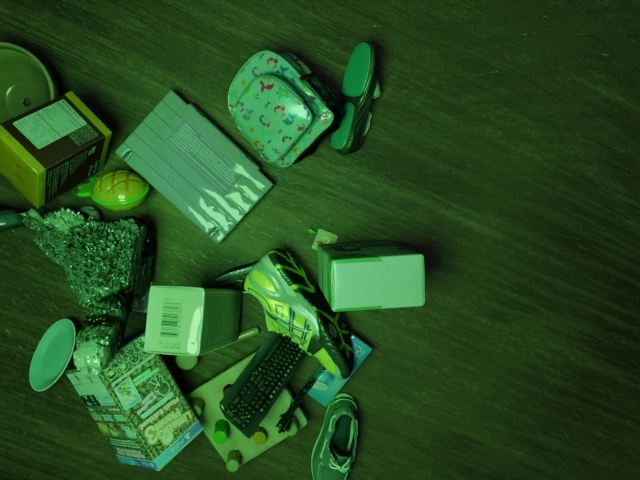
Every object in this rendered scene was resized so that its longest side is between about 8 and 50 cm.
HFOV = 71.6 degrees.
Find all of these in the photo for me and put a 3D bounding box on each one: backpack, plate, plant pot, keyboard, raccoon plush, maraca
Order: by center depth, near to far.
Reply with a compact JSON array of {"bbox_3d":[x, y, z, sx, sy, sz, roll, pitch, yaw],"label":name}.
[{"bbox_3d":[-0.581,0.071,1.024,0.299,0.446,0.216,6,122,-5],"label":"raccoon plush"},{"bbox_3d":[-0.102,-0.329,1.093,0.225,0.191,0.253,-39,89,32],"label":"backpack"},{"bbox_3d":[-0.754,-0.350,1.096,0.238,0.110,0.237,0,96,-4],"label":"plant pot"},{"bbox_3d":[-0.524,-0.131,1.124,0.186,0.127,0.099,13,129,17],"label":"maraca"},{"bbox_3d":[-0.103,0.367,1.157,0.201,0.033,0.317,49,53,-15],"label":"keyboard"},{"bbox_3d":[-0.694,0.299,1.163,0.188,0.188,0.024,-51,137,3],"label":"plate"}]

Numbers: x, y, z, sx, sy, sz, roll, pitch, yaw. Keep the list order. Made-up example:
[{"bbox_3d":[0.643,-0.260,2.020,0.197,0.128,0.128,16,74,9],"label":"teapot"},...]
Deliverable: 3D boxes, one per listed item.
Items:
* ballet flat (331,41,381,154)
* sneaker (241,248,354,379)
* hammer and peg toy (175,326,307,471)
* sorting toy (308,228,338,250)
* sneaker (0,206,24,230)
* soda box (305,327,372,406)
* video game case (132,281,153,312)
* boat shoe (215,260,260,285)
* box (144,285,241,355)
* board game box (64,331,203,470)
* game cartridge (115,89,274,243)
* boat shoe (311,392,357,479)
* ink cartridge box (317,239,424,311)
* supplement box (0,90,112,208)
[{"bbox_3d":[0.099,-0.363,1.161,0.096,0.095,0.280,1,111,-45],"label":"ballet flat"},{"bbox_3d":[-0.051,0.206,1.163,0.147,0.145,0.384,-35,92,18],"label":"sneaker"},{"bbox_3d":[-0.227,0.416,1.206,0.266,0.127,0.361,-31,97,0],"label":"hammer and peg toy"},{"bbox_3d":[0.000,0.000,1.232,0.083,0.012,0.062,22,95,-6],"label":"sorting toy"},{"bbox_3d":[-0.887,-0.075,1.097,0.319,0.112,0.131,-5,92,8],"label":"sneaker"},{"bbox_3d":[0.049,0.355,1.248,0.071,0.067,0.210,38,92,-7],"label":"soda box"},{"bbox_3d":[-0.526,0.148,1.216,0.122,0.011,0.087,8,95,-4],"label":"video game case"},{"bbox_3d":[-0.190,0.098,1.204,0.183,0.066,0.066,-16,99,-2],"label":"boat shoe"},{"bbox_3d":[-0.290,0.183,1.069,0.121,0.311,0.147,2,82,5],"label":"box"},{"bbox_3d":[-0.475,0.405,1.126,0.232,0.141,0.291,-20,101,42],"label":"board game box"},{"bbox_3d":[-0.322,-0.191,1.169,0.355,0.068,0.230,43,88,-7],"label":"game cartridge"},{"bbox_3d":[0.042,0.602,1.259,0.116,0.099,0.319,10,96,-5],"label":"boat shoe"},{"bbox_3d":[0.109,0.077,1.104,0.211,0.289,0.121,-4,97,-7],"label":"ink cartridge box"},{"bbox_3d":[-0.624,-0.209,1.041,0.129,0.191,0.194,47,54,-7],"label":"supplement box"}]
